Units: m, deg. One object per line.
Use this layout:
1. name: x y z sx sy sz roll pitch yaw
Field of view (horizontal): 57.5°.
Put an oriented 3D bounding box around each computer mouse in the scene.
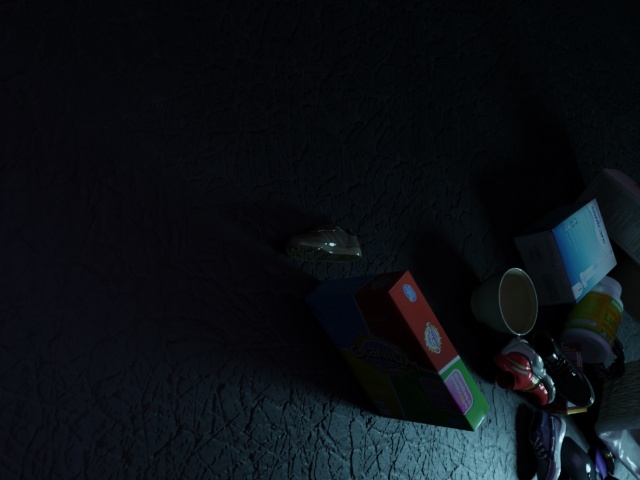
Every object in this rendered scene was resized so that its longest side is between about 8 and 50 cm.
1. computer mouse: 0.747 0.630 1.602 0.184 0.060 0.262 -33 104 -21

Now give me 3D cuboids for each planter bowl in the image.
1. planter bowl: 0.443 0.154 1.441 0.162 0.109 0.162 9 75 -38

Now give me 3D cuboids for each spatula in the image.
1. spatula: 0.880 0.607 1.763 0.296 0.030 0.084 -39 107 -38

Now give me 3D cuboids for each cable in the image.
1. cable: 0.858 0.346 1.763 0.151 0.047 0.184 35 49 -11

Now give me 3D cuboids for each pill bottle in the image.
1. pill bottle: 0.796 0.221 1.698 0.136 0.136 0.245 50 55 -21

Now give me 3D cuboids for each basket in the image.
1. basket: 1.035 0.526 1.678 0.331 0.328 0.266 47 45 -12

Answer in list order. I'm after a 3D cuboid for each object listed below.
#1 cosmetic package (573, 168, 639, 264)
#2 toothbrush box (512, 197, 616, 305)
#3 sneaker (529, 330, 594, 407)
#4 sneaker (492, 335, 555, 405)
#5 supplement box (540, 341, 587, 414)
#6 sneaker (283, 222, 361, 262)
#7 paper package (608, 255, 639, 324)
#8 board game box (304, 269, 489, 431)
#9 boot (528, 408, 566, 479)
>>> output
1. cosmetic package: 0.950 -0.071 1.779 0.129 0.153 0.296 -3 47 -39
2. toothbrush box: 0.705 0.029 1.668 0.296 0.126 0.216 -27 98 -39
3. sneaker: 0.607 0.330 1.485 0.222 0.083 0.118 55 13 21
4. sneaker: 0.503 0.340 1.472 0.118 0.107 0.279 -34 127 5
5. supplement box: 0.657 0.372 1.592 0.104 0.081 0.188 7 77 -38
6. sneaker: 0.000 0.000 1.150 0.188 0.066 0.071 11 58 -43
7. paper package: 1.111 0.179 1.846 0.310 0.168 0.325 -9 48 -41
8. board game box: 0.138 0.208 1.096 0.064 0.242 0.316 -43 108 -34
9. boot: 0.572 0.538 1.513 0.086 0.069 0.190 26 65 -14
